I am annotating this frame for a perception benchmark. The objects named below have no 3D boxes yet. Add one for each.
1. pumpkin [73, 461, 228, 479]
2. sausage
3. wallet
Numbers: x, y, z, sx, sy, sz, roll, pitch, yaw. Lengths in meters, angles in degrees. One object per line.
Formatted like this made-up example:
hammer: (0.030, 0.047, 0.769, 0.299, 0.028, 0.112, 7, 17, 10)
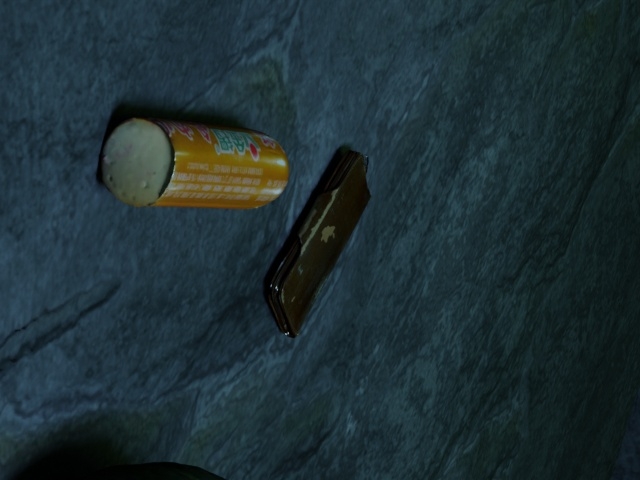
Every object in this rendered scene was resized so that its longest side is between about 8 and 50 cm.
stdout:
pumpkin: (-0.156, 0.310, 1.508, 0.300, 0.207, 0.300, -36, 143, -33)
sausage: (-0.089, -0.061, 1.560, 0.234, 0.071, 0.071, -2, 107, -64)
wallet: (0.000, 0.000, 1.837, 0.176, 0.026, 0.095, -60, 158, -23)
